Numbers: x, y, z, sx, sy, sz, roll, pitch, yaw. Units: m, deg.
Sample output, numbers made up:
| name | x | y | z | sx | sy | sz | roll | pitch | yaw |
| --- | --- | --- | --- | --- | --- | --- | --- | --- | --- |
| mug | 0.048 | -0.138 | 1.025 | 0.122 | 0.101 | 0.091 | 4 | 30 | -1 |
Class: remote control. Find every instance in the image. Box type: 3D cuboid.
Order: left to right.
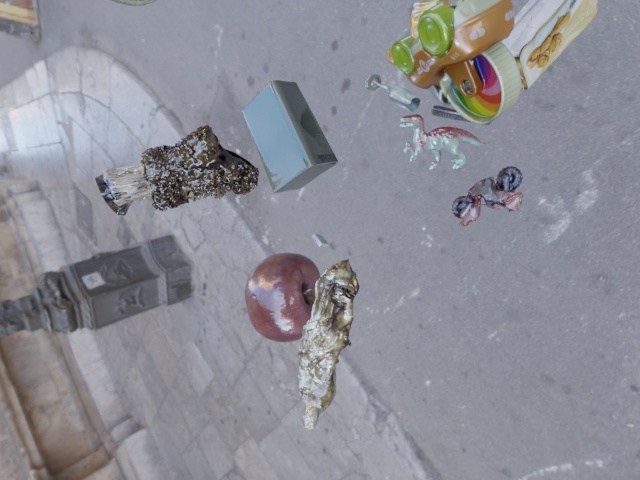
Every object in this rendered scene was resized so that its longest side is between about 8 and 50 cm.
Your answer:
| name | x | y | z | sx | sy | sz | roll | pitch | yaw |
| --- | --- | --- | --- | --- | --- | --- | --- | --- | --- |
| remote control | 0.499 | -0.443 | 1.493 | 0.211 | 0.059 | 0.028 | 15 | 89 | 13 |

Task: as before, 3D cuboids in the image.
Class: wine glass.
| name | x | y | z | sx | sy | sz | roll | pitch | yaw |
| --- | --- | --- | --- | --- | --- | --- | --- | --- | --- |
| wine glass | 0.265 | -0.532 | 1.526 | 0.262 | 0.074 | 0.074 | 49 | 136 | 42 |

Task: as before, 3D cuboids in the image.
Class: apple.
| name | x | y | z | sx | sy | sz | roll | pitch | yaw |
| --- | --- | --- | --- | --- | --- | --- | --- | --- | --- |
| apple | -0.123 | 0.192 | 1.438 | 0.234 | 0.305 | 0.306 | -8 | 100 | 30 |

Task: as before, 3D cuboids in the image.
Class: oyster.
| name | x | y | z | sx | sy | sz | roll | pitch | yaw |
| --- | --- | --- | --- | --- | --- | --- | --- | --- | --- |
| oyster | 0.026 | 0.221 | 0.996 | 0.110 | 0.204 | 0.397 | 14 | 103 | 12 |

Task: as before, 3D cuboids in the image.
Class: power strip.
| name | x | y | z | sx | sy | sz | roll | pitch | yaw |
| --- | --- | --- | --- | --- | --- | --- | --- | --- | --- |
| power strip | 0.000 | 0.000 | 1.266 | 0.016 | 0.090 | 0.040 | -40 | 78 | 11 |

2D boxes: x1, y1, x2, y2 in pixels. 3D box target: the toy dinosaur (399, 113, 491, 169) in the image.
| name | x | y | z | sx | sy | sz | roll | pitch | yaw |
| --- | --- | --- | --- | --- | --- | --- | --- | --- | --- |
| toy dinosaur | 0.305 | -0.242 | 1.008 | 0.053 | 0.241 | 0.168 | -106 | 5 | -50 |

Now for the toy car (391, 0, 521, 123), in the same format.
| name | x | y | z | sx | sy | sz | roll | pitch | yaw |
| --- | --- | --- | --- | --- | --- | --- | --- | --- | --- |
| toy car | 0.260 | -0.313 | 0.761 | 0.235 | 0.145 | 0.235 | 54 | 169 | 16 |

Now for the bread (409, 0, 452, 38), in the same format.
| name | x | y | z | sx | sy | sz | roll | pitch | yaw |
| --- | --- | --- | --- | --- | --- | --- | --- | --- | --- |
| bread | 0.343 | -0.601 | 1.288 | 0.106 | 0.136 | 0.241 | 7 | 121 | 35 |

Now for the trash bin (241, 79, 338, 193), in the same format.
| name | x | y | z | sx | sy | sz | roll | pitch | yaw |
| --- | --- | --- | --- | --- | --- | --- | --- | --- | --- |
| trash bin | -0.085 | -0.270 | 1.102 | 0.164 | 0.122 | 0.241 | -27 | 86 | 39 |

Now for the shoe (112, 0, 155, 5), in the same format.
| name | x | y | z | sx | sy | sz | roll | pitch | yaw |
| --- | --- | --- | --- | --- | --- | --- | --- | --- | --- |
| shoe | -0.280 | -0.556 | 0.785 | 0.170 | 0.336 | 0.132 | 3 | 131 | 46 |

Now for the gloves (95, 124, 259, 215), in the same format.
| name | x | y | z | sx | sy | sz | roll | pitch | yaw |
| --- | --- | --- | --- | --- | --- | --- | --- | --- | --- |
| gloves | -0.281 | -0.135 | 0.854 | 0.210 | 0.312 | 0.135 | 164 | 94 | -69 |

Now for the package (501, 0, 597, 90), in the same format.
| name | x | y | z | sx | sy | sz | roll | pitch | yaw |
| --- | --- | --- | --- | --- | --- | --- | --- | --- | --- |
| package | 0.710 | -0.692 | 1.369 | 0.311 | 0.221 | 0.165 | -49 | 54 | 13 |

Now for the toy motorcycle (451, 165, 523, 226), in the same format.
| name | x | y | z | sx | sy | sz | roll | pitch | yaw |
| --- | --- | --- | --- | --- | --- | --- | --- | --- | --- |
| toy motorcycle | 0.453 | -0.104 | 1.137 | 0.212 | 0.084 | 0.118 | -37 | 60 | 42 |

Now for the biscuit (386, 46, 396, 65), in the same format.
| name | x | y | z | sx | sy | sz | roll | pitch | yaw |
| --- | --- | --- | --- | --- | --- | --- | --- | --- | --- |
| biscuit | 0.396 | -0.789 | 1.787 | 0.212 | 0.238 | 0.041 | -123 | 19 | -44 |
